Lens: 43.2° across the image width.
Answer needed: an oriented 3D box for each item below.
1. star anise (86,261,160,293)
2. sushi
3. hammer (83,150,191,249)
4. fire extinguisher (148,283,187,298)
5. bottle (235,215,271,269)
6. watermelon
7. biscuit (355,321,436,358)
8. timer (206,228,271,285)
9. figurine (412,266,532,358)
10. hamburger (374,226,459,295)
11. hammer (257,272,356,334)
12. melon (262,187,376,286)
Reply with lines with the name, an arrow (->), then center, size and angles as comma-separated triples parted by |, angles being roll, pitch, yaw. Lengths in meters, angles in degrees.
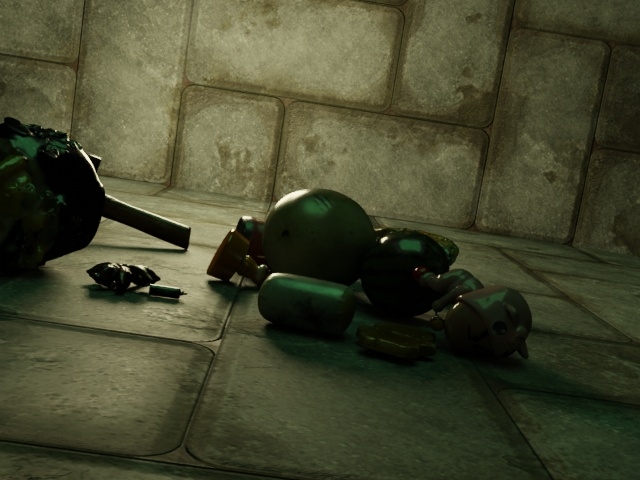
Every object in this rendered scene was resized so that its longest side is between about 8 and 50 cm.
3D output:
star anise -> -0.435, 0.076, 1.781 | 0.168, 0.057, 0.168 | 8, 10, -1
sushi -> -0.680, -0.076, 1.775 | 0.329, 0.327, 0.285 | 23, 24, 4
hammer -> -0.557, -0.080, 2.295 | 0.409, 0.242, 0.095 | 22, 3, -9
fire extinguisher -> -0.330, 0.113, 1.758 | 0.083, 0.025, 0.038 | 8, -14, -6
bottle -> -0.066, 0.025, 2.231 | 0.336, 0.143, 0.144 | 9, 8, -15
watermelon -> 0.198, 0.079, 1.910 | 0.212, 0.212, 0.212 | 9, 9, -1
biscuit -> 0.156, 0.202, 1.630 | 0.166, 0.036, 0.225 | 12, 6, 15
timer -> -0.187, 0.062, 2.009 | 0.152, 0.132, 0.132 | 30, 5, -10
figurine -> 0.319, 0.152, 1.710 | 0.287, 0.186, 0.176 | 47, -10, 46
hamburger -> 0.269, 0.058, 2.237 | 0.288, 0.167, 0.192 | 14, 12, 36
hammer -> -0.008, 0.127, 1.758 | 0.202, 0.113, 0.305 | 13, 4, 12
melon -> 0.000, 0.000, 2.017 | 0.269, 0.268, 0.330 | 14, 3, 32
